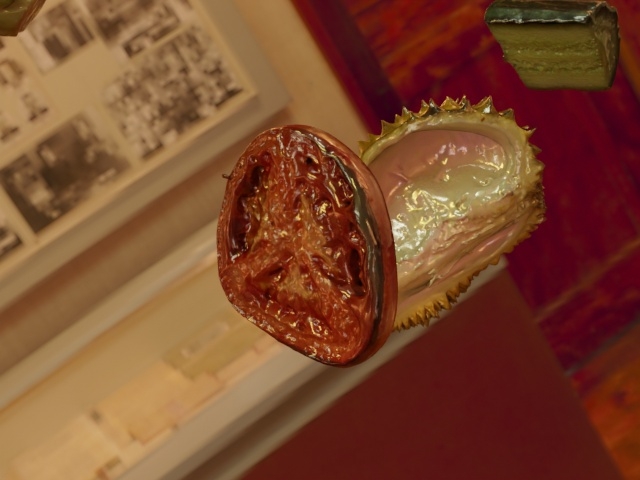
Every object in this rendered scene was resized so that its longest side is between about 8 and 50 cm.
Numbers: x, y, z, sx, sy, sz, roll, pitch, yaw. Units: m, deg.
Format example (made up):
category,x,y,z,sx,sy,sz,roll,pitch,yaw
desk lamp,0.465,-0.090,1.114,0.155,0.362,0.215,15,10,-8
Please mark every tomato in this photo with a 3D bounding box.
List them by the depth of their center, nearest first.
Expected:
category,x,y,z,sx,sy,sz,roll,pitch,yaw
tomato,0.006,-0.003,1.075,0.166,0.174,0.082,25,27,32

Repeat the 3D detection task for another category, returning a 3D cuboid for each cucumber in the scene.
category,x,y,z,sx,sy,sz,roll,pitch,yaw
cucumber,0.240,-0.207,1.413,0.115,0.116,0.062,8,64,29

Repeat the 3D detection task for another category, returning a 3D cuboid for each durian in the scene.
category,x,y,z,sx,sy,sz,roll,pitch,yaw
durian,0.103,-0.035,1.334,0.250,0.183,0.138,-42,3,10

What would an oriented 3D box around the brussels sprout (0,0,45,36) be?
category,x,y,z,sx,sy,sz,roll,pitch,yaw
brussels sprout,-0.411,-0.314,1.631,0.161,0.181,0.144,-46,11,1
